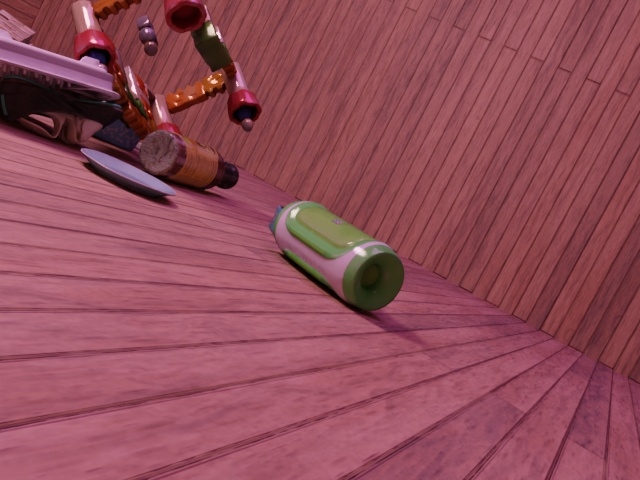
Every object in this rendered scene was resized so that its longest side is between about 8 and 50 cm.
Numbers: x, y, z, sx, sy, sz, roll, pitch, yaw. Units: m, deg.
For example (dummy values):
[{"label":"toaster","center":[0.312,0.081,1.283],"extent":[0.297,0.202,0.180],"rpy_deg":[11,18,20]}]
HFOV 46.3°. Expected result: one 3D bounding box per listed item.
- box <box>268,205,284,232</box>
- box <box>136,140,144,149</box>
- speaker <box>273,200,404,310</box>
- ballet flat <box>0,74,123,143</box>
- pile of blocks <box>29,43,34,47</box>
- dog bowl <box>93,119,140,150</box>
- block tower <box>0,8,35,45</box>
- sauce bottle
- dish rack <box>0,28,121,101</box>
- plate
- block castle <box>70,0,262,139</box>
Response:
[{"label":"box","center":[0.000,0.000,1.802],"extent":[0.244,0.060,0.100],"rpy_deg":[26,5,-13]},{"label":"box","center":[-0.595,-0.334,2.078],"extent":[0.323,0.063,0.067],"rpy_deg":[26,3,-8]},{"label":"speaker","center":[0.025,0.020,1.380],"extent":[0.131,0.131,0.296],"rpy_deg":[23,6,-36]},{"label":"ballet flat","center":[-0.504,-0.241,1.456],"extent":[0.095,0.096,0.280],"rpy_deg":[1,-3,34]},{"label":"pile of blocks","center":[-0.984,-0.562,2.238],"extent":[0.112,0.149,0.362],"rpy_deg":[-5,-12,15]},{"label":"dog bowl","center":[-0.588,-0.319,1.907],"extent":[0.297,0.074,0.166],"rpy_deg":[24,6,-22]},{"label":"block tower","center":[-0.732,-0.429,1.658],"extent":[0.097,0.091,0.335],"rpy_deg":[34,17,-20]},{"label":"sauce bottle","center":[-0.303,-0.182,1.808],"extent":[0.111,0.112,0.344],"rpy_deg":[29,4,18]},{"label":"dish rack","center":[-0.580,-0.331,1.426],"extent":[0.285,0.073,0.332],"rpy_deg":[6,0,34]},{"label":"plate","center":[-0.356,-0.118,1.381],"extent":[0.188,0.024,0.188],"rpy_deg":[26,6,-3]},{"label":"block castle","center":[-0.344,-0.381,1.717],"extent":[0.453,0.302,0.213],"rpy_deg":[59,10,-64]}]
